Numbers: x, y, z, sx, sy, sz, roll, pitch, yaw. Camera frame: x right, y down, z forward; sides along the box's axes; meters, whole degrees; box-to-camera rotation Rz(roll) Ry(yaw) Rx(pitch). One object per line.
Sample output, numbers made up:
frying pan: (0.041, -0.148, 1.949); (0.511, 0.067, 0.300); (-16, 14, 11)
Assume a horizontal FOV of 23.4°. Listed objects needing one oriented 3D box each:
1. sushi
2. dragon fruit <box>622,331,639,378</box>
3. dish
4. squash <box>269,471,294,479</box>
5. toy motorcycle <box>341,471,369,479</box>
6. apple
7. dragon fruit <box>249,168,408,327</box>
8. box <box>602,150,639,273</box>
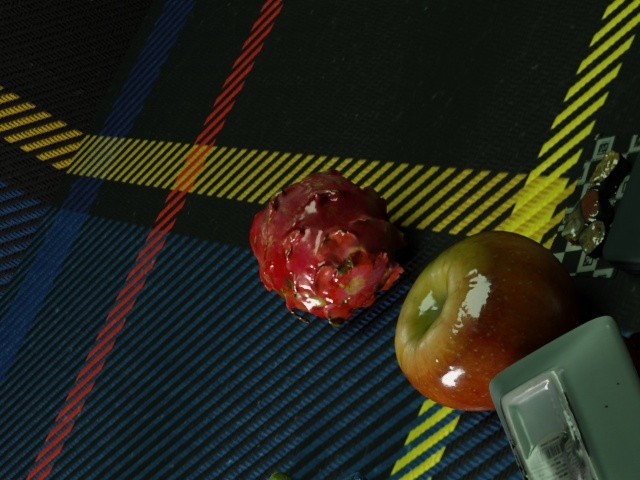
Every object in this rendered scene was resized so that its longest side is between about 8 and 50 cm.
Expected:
sushi: (0.334, -0.053, 1.871); (0.139, 0.031, 0.201); (1, 65, 59)
dragon fruit: (0.284, 0.157, 1.689); (0.192, 0.092, 0.122); (-34, 37, 39)
dish: (0.257, 0.219, 1.585); (0.182, 0.080, 0.243); (-36, 65, 38)
squash: (-0.041, 0.340, 2.112); (0.083, 0.027, 0.027); (19, 80, 60)
toy motorcycle: (-0.019, 0.406, 1.955); (0.254, 0.092, 0.135); (-50, 19, 0)
apple: (0.198, 0.100, 1.809); (0.235, 0.173, 0.210); (-16, 54, 64)
dragon fruit: (0.000, 0.000, 2.199); (0.205, 0.210, 0.268); (-44, 22, -6)
box: (0.419, -0.037, 1.698); (0.230, 0.050, 0.160); (2, 66, 59)
